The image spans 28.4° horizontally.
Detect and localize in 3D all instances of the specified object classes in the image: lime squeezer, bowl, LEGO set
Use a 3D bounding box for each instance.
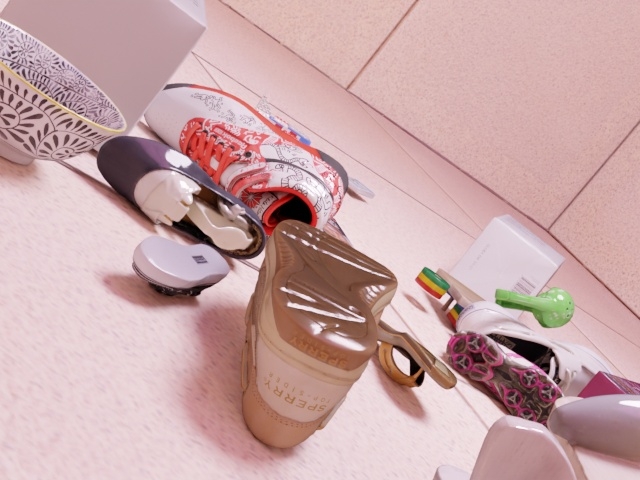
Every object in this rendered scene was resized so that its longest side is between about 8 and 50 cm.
[{"bbox_3d":[0.303,0.098,1.798,0.310,0.110,0.059,29,55,-82],"label":"lime squeezer"},{"bbox_3d":[-0.260,-0.119,1.102,0.170,0.080,0.170,37,12,-9],"label":"bowl"},{"bbox_3d":[-0.011,-0.154,2.127,0.182,0.060,0.244,40,11,24],"label":"LEGO set"}]

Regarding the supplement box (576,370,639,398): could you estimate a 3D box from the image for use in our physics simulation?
[{"bbox_3d":[0.403,0.247,1.713,0.081,0.104,0.188,45,12,30],"label":"supplement box"}]

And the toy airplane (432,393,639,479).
[{"bbox_3d":[0.274,0.229,0.932,0.386,0.272,0.384,45,13,29],"label":"toy airplane"}]

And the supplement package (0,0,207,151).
[{"bbox_3d":[-0.243,-0.238,1.380,0.175,0.177,0.293,36,12,-16],"label":"supplement package"}]

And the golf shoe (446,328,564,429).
[{"bbox_3d":[0.243,0.174,1.589,0.186,0.067,0.086,41,10,11],"label":"golf shoe"}]

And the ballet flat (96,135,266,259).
[{"bbox_3d":[-0.128,-0.036,1.236,0.203,0.074,0.074,33,12,-38],"label":"ballet flat"}]

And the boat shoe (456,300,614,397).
[{"bbox_3d":[0.307,0.173,1.738,0.267,0.096,0.088,34,16,-20],"label":"boat shoe"}]

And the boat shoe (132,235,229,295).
[{"bbox_3d":[-0.122,0.028,1.067,0.049,0.040,0.142,51,15,16],"label":"boat shoe"}]

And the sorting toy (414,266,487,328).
[{"bbox_3d":[0.230,0.116,1.826,0.274,0.046,0.132,34,9,-18],"label":"sorting toy"}]

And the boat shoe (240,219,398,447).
[{"bbox_3d":[-0.014,0.069,1.079,0.122,0.110,0.341,27,14,1],"label":"boat shoe"}]

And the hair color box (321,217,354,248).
[{"bbox_3d":[0.000,0.000,1.565,0.072,0.043,0.141,34,13,-28],"label":"hair color box"}]

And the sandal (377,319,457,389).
[{"bbox_3d":[0.087,0.126,1.346,0.072,0.049,0.180,39,-5,-29],"label":"sandal"}]

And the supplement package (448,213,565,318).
[{"bbox_3d":[0.320,0.048,2.158,0.134,0.139,0.244,39,11,9],"label":"supplement package"}]

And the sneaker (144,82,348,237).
[{"bbox_3d":[-0.101,-0.093,1.487,0.270,0.090,0.145,27,28,1],"label":"sneaker"}]
